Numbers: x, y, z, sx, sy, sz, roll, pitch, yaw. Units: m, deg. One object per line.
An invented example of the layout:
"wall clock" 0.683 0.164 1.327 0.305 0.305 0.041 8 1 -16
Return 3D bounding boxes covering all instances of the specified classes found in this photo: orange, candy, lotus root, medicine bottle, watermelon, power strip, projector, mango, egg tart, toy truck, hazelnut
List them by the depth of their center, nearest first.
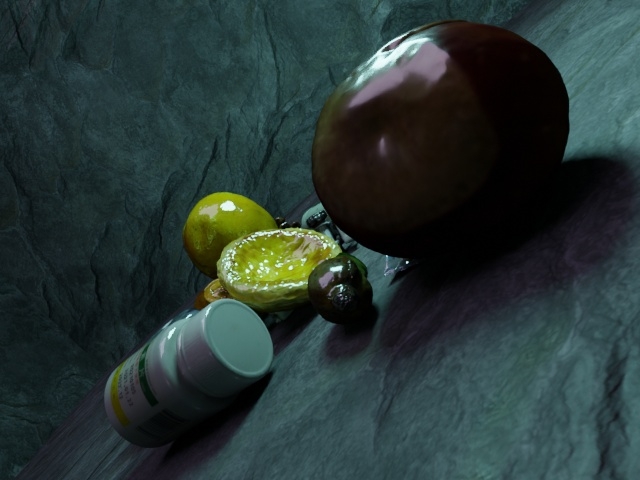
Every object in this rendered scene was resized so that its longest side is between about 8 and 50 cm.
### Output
"hazelnut" 0.183 -0.161 0.867 0.410 0.359 0.359 -27 16 30
"lotus root" 0.034 0.092 0.967 0.120 0.120 0.209 -42 9 4
"candy" 0.163 0.022 1.029 0.088 0.038 0.136 -24 23 21
"medicine bottle" -0.274 0.275 1.118 0.340 0.208 0.208 -37 11 28
"watermelon" 0.042 0.074 1.148 0.092 0.075 0.181 -39 11 38
"egg tart" -0.096 0.082 1.304 0.320 0.128 0.318 -4 33 3
"power strip" -0.059 0.137 1.397 0.192 0.035 0.081 -47 11 -21
"mango" -0.251 0.186 1.486 0.359 0.187 0.143 143 140 -64
"toy truck" 0.000 0.000 1.494 0.286 0.136 0.111 -33 -8 38
"orange" -0.253 -0.002 1.517 0.279 0.279 0.235 -22 42 63
"projector" 0.037 -0.086 1.745 0.108 0.108 0.337 -46 8 -19

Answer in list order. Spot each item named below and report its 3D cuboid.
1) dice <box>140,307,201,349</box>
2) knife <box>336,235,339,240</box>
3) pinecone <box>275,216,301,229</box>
"dice" -0.350 0.298 1.398 0.182 0.181 0.183 -32 13 46
"knife" 0.047 -0.010 1.604 0.266 0.040 0.073 -34 -4 38
"pinecone" -0.141 0.029 1.737 0.203 0.201 0.229 -22 -7 26
